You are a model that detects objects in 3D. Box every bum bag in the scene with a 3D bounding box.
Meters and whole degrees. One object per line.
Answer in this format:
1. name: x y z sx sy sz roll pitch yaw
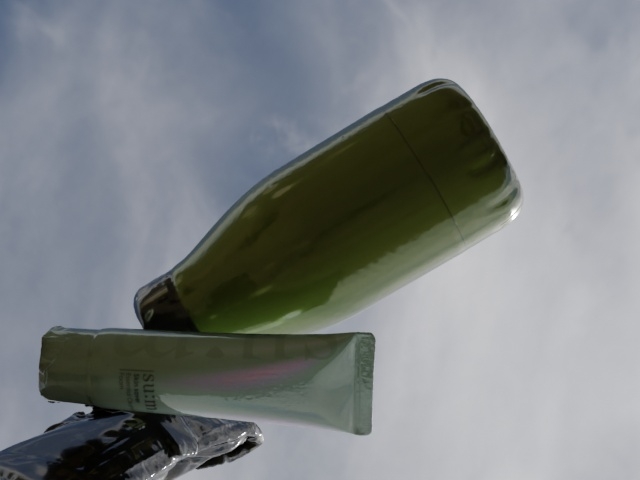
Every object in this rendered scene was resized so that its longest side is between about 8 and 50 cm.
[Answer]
1. bum bag: -0.126 0.137 0.687 0.102 0.248 0.069 26 -81 18

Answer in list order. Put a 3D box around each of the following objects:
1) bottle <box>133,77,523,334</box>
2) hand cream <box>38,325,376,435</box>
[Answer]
1. bottle: 0.000 0.000 0.687 0.260 0.112 0.112 -31 -116 3
2. hand cream: -0.069 0.083 0.634 0.204 0.078 0.050 3 -153 5
